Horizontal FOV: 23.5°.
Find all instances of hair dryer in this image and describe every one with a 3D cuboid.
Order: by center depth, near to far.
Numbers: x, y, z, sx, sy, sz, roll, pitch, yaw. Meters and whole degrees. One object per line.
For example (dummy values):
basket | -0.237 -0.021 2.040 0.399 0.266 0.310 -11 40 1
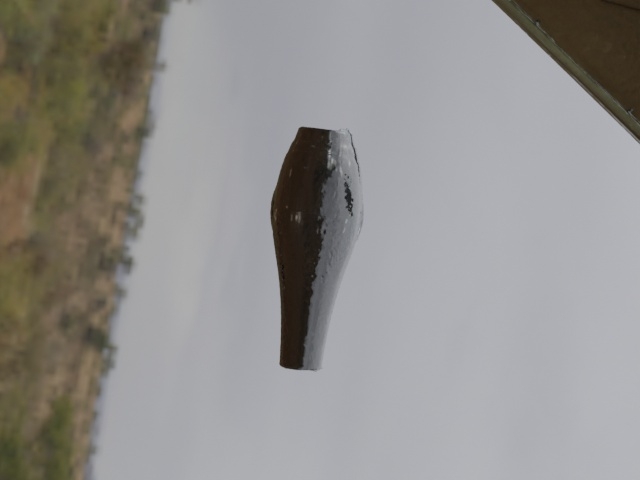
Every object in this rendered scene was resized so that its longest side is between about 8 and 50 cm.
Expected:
hair dryer | 0.000 0.000 1.304 0.219 0.075 0.195 -46 142 -84

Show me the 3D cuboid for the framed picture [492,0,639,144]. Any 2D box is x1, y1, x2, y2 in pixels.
framed picture | 0.346 -0.266 1.682 0.232 0.315 0.024 -42 162 -2
